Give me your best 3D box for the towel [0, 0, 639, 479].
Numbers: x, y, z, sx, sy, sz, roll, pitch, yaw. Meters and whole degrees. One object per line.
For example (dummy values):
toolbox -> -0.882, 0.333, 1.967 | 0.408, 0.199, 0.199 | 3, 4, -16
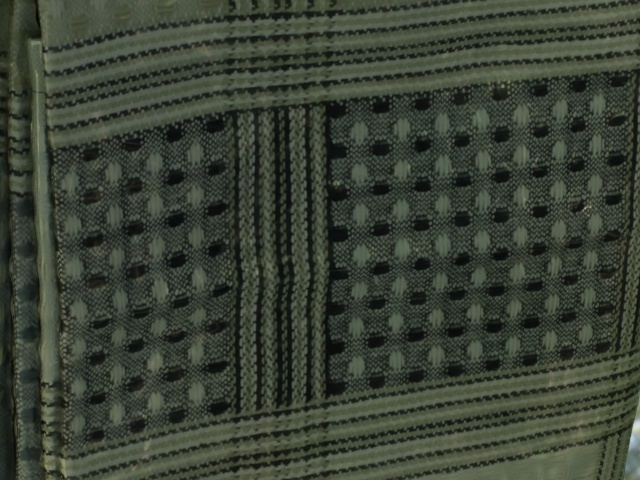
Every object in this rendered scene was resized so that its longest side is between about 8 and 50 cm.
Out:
towel -> 0.000, 0.000, 0.688 | 0.324, 0.056, 0.312 | -6, -64, -21
